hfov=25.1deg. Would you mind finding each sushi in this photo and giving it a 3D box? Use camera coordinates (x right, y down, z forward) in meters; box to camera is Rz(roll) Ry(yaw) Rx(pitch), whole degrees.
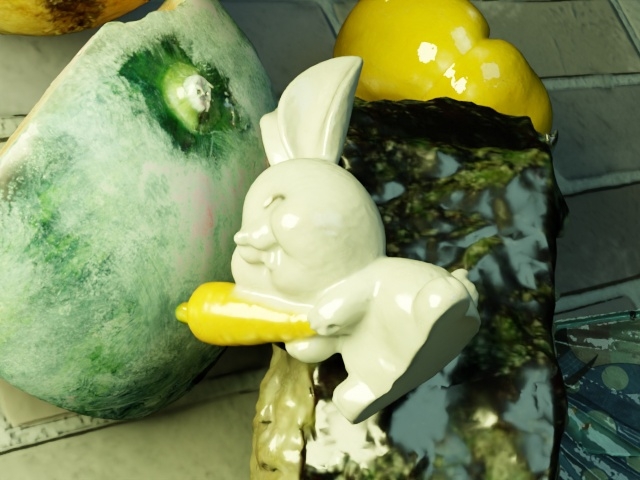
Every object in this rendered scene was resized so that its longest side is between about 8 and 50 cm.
[{"bbox_3d":[0.052,0.056,0.877,0.171,0.211,0.350,11,51,-3],"label":"sushi"}]

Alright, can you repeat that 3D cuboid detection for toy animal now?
[{"bbox_3d":[0.000,0.000,0.753,0.127,0.131,0.181,-19,63,-46],"label":"toy animal"}]

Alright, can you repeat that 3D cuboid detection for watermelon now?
[{"bbox_3d":[-0.084,-0.031,0.847,0.188,0.175,0.322,38,45,-11],"label":"watermelon"}]

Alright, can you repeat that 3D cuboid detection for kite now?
[{"bbox_3d":[0.257,0.169,1.026,0.368,0.014,0.406,32,67,10],"label":"kite"}]

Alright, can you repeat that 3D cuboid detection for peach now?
[{"bbox_3d":[0.089,-0.113,1.057,0.179,0.179,0.103,42,80,-9],"label":"peach"}]

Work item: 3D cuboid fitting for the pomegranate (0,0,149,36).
[{"bbox_3d":[-0.173,-0.253,0.874,0.260,0.260,0.260,21,50,-28],"label":"pomegranate"}]
